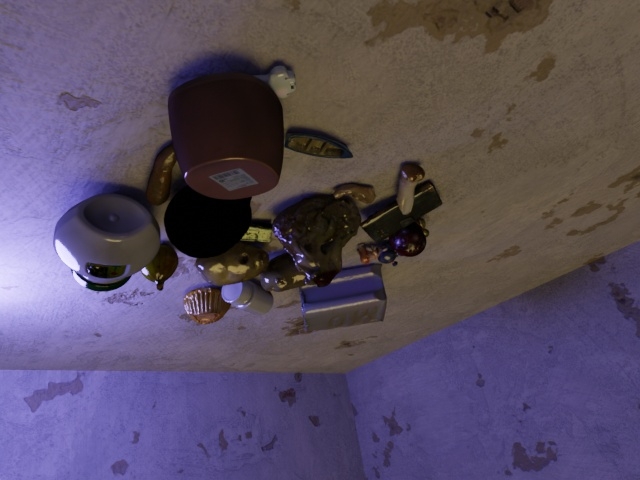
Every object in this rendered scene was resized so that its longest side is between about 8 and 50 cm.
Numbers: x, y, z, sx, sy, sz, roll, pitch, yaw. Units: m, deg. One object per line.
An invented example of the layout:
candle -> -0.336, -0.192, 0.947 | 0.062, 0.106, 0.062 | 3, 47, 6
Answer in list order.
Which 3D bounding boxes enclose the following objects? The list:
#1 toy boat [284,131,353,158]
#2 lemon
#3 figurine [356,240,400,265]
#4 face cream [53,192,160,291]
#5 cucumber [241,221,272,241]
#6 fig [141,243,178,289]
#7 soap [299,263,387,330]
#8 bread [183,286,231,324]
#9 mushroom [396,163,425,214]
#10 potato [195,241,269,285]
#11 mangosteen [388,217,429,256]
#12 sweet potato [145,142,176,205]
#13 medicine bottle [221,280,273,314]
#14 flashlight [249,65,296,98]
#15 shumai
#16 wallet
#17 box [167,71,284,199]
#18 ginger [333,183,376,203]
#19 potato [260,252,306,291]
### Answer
toy boat -> -0.001, -0.290, 1.363 | 0.228, 0.046, 0.080 | 5, 146, -27
lemon -> -0.352, -0.074, 1.422 | 0.319, 0.246, 0.245 | -30, 147, 15
figurine -> 0.268, 0.064, 2.028 | 0.194, 0.102, 0.111 | -9, 154, -5
face cream -> -0.694, 0.006, 1.464 | 0.312, 0.220, 0.357 | 5, 151, -29
cucumber -> -0.290, -0.041, 1.697 | 0.211, 0.062, 0.078 | 5, 114, -16
fig -> -0.611, 0.107, 1.713 | 0.147, 0.187, 0.142 | -24, 166, 37
soap -> 0.111, 0.306, 2.294 | 0.434, 0.213, 0.350 | -7, 152, -5
bread -> -0.542, 0.316, 2.152 | 0.239, 0.139, 0.240 | -7, 154, -4
mushroom -> 0.317, -0.183, 1.608 | 0.084, 0.071, 0.209 | -12, 140, -13
potato -> -0.356, 0.094, 1.825 | 0.295, 0.141, 0.192 | -5, 134, -10
mangosteen -> 0.379, -0.019, 1.878 | 0.180, 0.166, 0.166 | -47, 143, 7
sweet potato -> -0.476, -0.197, 1.344 | 0.075, 0.076, 0.273 | 6, 142, -28
medicine bottle -> -0.344, 0.265, 2.128 | 0.144, 0.145, 0.252 | -22, 152, 19
flashlight -> -0.162, -0.393, 1.125 | 0.200, 0.048, 0.093 | -7, 155, -2
shumai -> 0.001, 0.003, 1.639 | 0.345, 0.284, 0.217 | -1, 151, -19
wallet -> 0.318, -0.105, 1.754 | 0.316, 0.044, 0.169 | -32, 144, 13
box -> -0.228, -0.246, 1.129 | 0.300, 0.217, 0.301 | -6, 162, -2
ginger -> 0.130, -0.173, 1.621 | 0.173, 0.051, 0.069 | 10, 139, -25
potato -> -0.138, 0.135, 1.951 | 0.262, 0.165, 0.165 | -21, 152, -8
